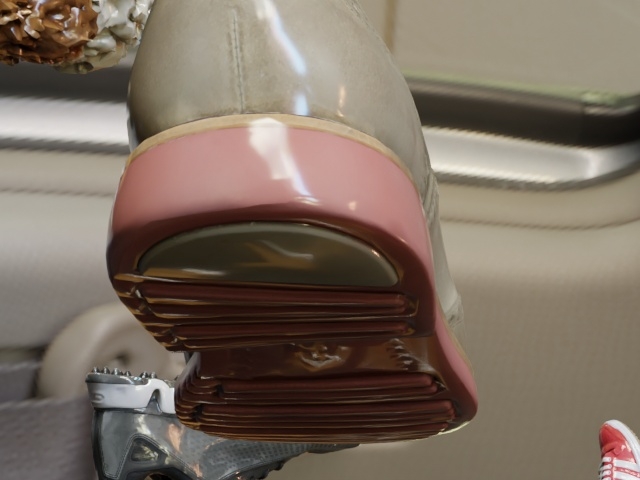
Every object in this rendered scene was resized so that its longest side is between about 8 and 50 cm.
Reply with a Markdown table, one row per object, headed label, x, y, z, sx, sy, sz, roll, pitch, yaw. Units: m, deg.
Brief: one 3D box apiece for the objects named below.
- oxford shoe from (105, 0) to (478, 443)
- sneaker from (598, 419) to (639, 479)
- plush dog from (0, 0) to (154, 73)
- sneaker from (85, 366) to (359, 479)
| label | x | y | z | sx | sy | sz | roll | pitch | yaw |
| --- | --- | --- | --- | --- | --- | --- | --- | --- | --- |
| oxford shoe | 0.000 | 0.000 | 0.531 | 0.348 | 0.123 | 0.130 | 89 | 0 | -69 |
| sneaker | 0.205 | 0.183 | 0.979 | 0.042 | 0.067 | 0.118 | 91 | -12 | -48 |
| plush dog | -0.222 | -0.126 | 0.636 | 0.225 | 0.263 | 0.210 | -106 | 177 | -61 |
| sneaker | -0.069 | 0.156 | 1.009 | 0.078 | 0.234 | 0.106 | -7 | -104 | 55 |
